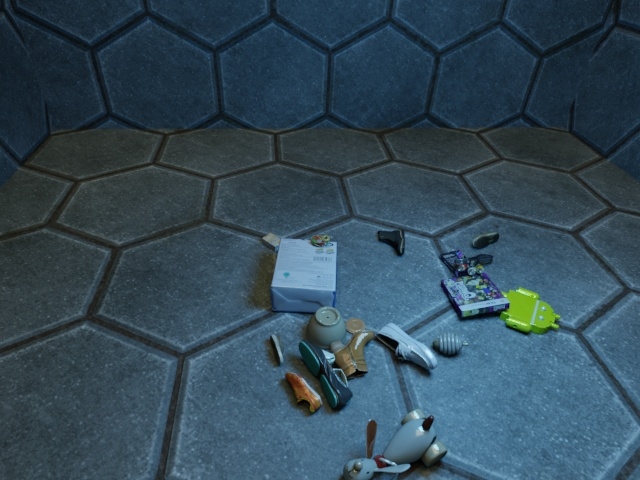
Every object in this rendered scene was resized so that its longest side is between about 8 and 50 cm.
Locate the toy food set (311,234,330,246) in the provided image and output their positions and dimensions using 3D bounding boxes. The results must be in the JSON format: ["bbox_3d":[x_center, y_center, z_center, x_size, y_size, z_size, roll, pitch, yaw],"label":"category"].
[{"bbox_3d":[0.000,0.000,1.934,0.083,0.020,0.083,10,36,7],"label":"toy food set"}]

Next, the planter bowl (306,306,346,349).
[{"bbox_3d":[0.026,0.329,1.673,0.161,0.109,0.162,2,37,-1],"label":"planter bowl"}]

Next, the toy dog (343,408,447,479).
[{"bbox_3d":[0.236,0.616,1.270,0.220,0.161,0.333,30,45,31],"label":"toy dog"}]

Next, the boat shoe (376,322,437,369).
[{"bbox_3d":[0.320,0.413,1.611,0.084,0.095,0.258,-27,36,-28],"label":"boat shoe"}]

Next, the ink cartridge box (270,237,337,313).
[{"bbox_3d":[-0.061,0.130,1.892,0.269,0.151,0.396,4,38,0],"label":"ink cartridge box"}]

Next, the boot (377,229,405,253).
[{"bbox_3d":[0.357,0.008,2.155,0.136,0.077,0.198,3,24,7],"label":"boot"}]

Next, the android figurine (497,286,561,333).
[{"bbox_3d":[0.871,0.299,1.816,0.272,0.056,0.248,22,41,25],"label":"android figurine"}]

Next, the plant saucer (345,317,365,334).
[{"bbox_3d":[0.142,0.347,1.736,0.083,0.013,0.084,2,37,-2],"label":"plant saucer"}]

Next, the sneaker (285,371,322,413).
[{"bbox_3d":[-0.070,0.516,1.463,0.067,0.064,0.175,-35,48,-26],"label":"sneaker"}]

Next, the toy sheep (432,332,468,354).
[{"bbox_3d":[0.499,0.395,1.640,0.132,0.091,0.091,-7,34,18],"label":"toy sheep"}]

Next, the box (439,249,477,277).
[{"bbox_3d":[0.669,0.112,2.067,0.116,0.029,0.162,-11,41,-19],"label":"box"}]

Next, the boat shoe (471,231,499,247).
[{"bbox_3d":[0.840,-0.007,2.214,0.189,0.068,0.072,-10,26,-32],"label":"boat shoe"}]

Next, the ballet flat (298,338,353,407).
[{"bbox_3d":[0.022,0.465,1.520,0.096,0.095,0.280,-10,49,-32],"label":"ballet flat"}]

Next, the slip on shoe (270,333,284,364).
[{"bbox_3d":[-0.155,0.408,1.611,0.041,0.052,0.135,0,30,-23],"label":"slip on shoe"}]

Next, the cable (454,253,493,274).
[{"bbox_3d":[0.725,0.110,2.020,0.139,0.072,0.287,7,9,33],"label":"cable"}]

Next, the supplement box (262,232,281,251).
[{"bbox_3d":[-0.237,0.008,2.132,0.098,0.036,0.062,30,46,30],"label":"supplement box"}]

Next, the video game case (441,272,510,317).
[{"bbox_3d":[0.666,0.232,1.854,0.210,0.042,0.232,-9,30,-3],"label":"video game case"}]

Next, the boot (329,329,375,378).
[{"bbox_3d":[0.144,0.426,1.592,0.197,0.073,0.152,-20,43,-14],"label":"boot"}]
